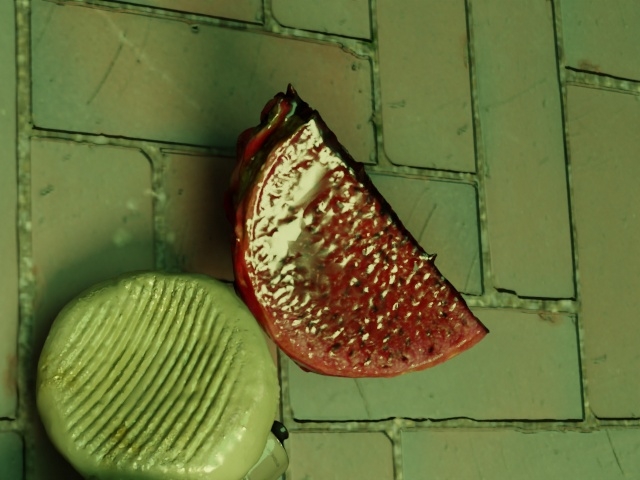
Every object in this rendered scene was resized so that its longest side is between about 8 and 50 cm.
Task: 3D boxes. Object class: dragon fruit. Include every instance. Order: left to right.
[{"bbox_3d":[0.000,0.000,1.247,0.189,0.163,0.261,-53,122,-27],"label":"dragon fruit"}]

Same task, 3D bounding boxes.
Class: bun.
[{"bbox_3d":[-0.120,0.113,1.171,0.183,0.102,0.183,1,62,-3],"label":"bun"}]

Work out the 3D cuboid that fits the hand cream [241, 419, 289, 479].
[{"bbox_3d":[-0.094,0.200,1.211,0.186,0.054,0.087,-41,100,-27],"label":"hand cream"}]
